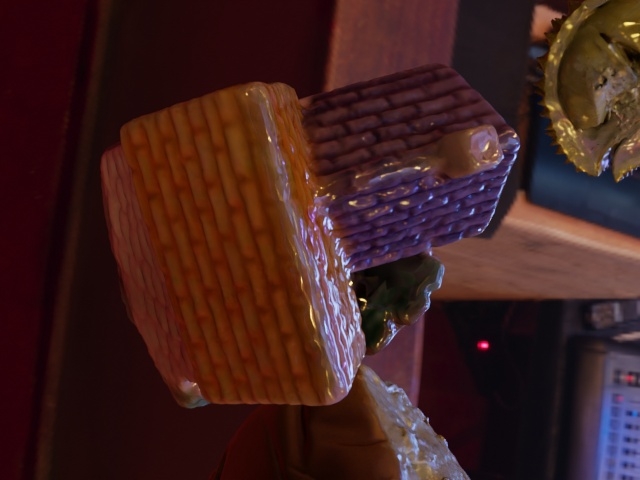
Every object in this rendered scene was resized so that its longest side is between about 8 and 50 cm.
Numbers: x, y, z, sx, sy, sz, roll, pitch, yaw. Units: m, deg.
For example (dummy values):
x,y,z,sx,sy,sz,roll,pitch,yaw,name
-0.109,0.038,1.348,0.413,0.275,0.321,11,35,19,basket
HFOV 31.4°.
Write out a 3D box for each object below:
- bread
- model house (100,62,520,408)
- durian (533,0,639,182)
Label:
x,y,z,sx,sy,sz,roll,pitch,yaw,name
0.024,0.289,1.179,0.250,0.279,0.225,-43,134,15,bread
0.000,0.000,0.744,0.237,0.237,0.202,-12,93,-18,model house
0.254,-0.143,0.829,0.146,0.208,0.102,62,21,-22,durian
